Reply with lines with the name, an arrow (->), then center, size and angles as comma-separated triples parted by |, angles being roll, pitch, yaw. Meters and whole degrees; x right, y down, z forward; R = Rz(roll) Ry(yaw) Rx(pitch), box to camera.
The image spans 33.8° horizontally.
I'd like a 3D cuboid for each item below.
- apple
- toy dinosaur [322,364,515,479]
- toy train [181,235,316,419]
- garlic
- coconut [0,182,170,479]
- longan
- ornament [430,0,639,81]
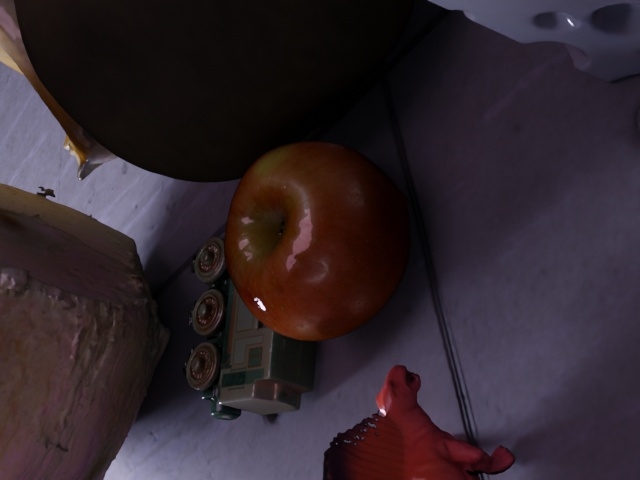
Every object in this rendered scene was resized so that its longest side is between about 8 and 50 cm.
apple -> 0.000, 0.000, 0.861 | 0.163, 0.139, 0.163 | -12, 72, 39
toy dinosaur -> 0.073, 0.198, 0.673 | 0.070, 0.139, 0.286 | -49, 43, 34
toy train -> -0.059, 0.067, 0.971 | 0.125, 0.081, 0.194 | -14, 64, 41
garlic -> -0.315, -0.236, 1.259 | 0.249, 0.313, 0.286 | -20, 21, 27
coconut -> -0.378, 0.137, 1.121 | 0.405, 0.405, 0.404 | -25, 58, 48
longan -> -0.088, -0.225, 0.925 | 0.361, 0.361, 0.361 | -25, 58, 48
ornament -> 0.186, -0.260, 0.600 | 0.240, 0.240, 0.239 | -10, 69, 54
